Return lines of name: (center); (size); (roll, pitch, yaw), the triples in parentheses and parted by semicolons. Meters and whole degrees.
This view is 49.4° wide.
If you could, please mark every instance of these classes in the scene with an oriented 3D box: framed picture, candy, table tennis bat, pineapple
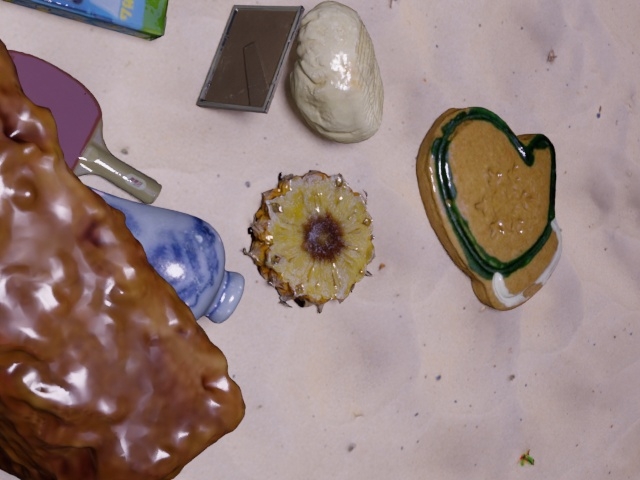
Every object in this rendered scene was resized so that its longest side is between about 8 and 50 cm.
framed picture: (-0.089, -0.232, 0.879); (0.011, 0.109, 0.149); (36, 69, -58)
candy: (-0.268, -0.298, 0.785); (0.194, 0.062, 0.097); (8, 91, -31)
table tennis bat: (-0.294, -0.115, 0.800); (0.246, 0.022, 0.138); (33, 74, -25)
pineapple: (0.000, 0.000, 0.962); (0.221, 0.047, 0.221); (1, 89, -33)

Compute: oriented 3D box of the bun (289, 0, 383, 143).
bun: (0.019, -0.218, 0.923); (0.188, 0.110, 0.164); (59, 36, -55)

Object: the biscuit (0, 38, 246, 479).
biscuit: (-0.287, 0.052, 0.609); (0.166, 0.342, 0.395); (-45, 111, -35)

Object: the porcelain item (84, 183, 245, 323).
porcelain item: (-0.210, 0.013, 0.785); (0.259, 0.141, 0.141); (29, 75, -20)

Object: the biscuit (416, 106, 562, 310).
biscuit: (0.302, -0.071, 1.143); (0.287, 0.057, 0.344); (-40, 109, -26)
